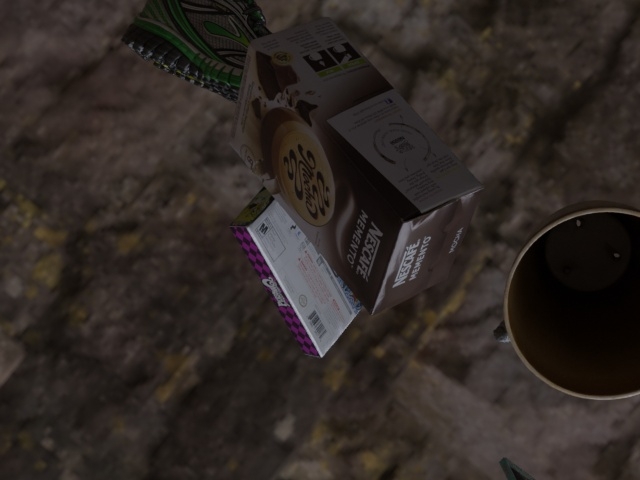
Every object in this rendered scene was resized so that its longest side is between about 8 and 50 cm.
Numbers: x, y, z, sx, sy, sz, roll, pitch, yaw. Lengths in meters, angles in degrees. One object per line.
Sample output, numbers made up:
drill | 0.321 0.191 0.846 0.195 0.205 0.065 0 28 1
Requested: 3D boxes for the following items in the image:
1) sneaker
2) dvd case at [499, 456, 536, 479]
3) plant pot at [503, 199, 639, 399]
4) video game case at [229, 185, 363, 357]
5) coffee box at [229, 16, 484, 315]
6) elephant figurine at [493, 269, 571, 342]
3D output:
sneaker | -0.108 -0.263 1.895 0.146 0.343 0.134 -62 156 -1
dvd case | 0.275 0.320 1.734 0.013 0.119 0.087 -48 -162 10
plant pot | 0.344 0.043 1.775 0.237 0.237 0.254 -46 -173 15
video game case | 0.000 0.000 1.859 0.042 0.232 0.210 6 -134 43
coffee box | 0.032 -0.087 1.592 0.119 0.297 0.168 -23 148 -30
elephant figurine | 0.456 0.151 2.618 0.239 0.186 0.169 -58 153 -24
